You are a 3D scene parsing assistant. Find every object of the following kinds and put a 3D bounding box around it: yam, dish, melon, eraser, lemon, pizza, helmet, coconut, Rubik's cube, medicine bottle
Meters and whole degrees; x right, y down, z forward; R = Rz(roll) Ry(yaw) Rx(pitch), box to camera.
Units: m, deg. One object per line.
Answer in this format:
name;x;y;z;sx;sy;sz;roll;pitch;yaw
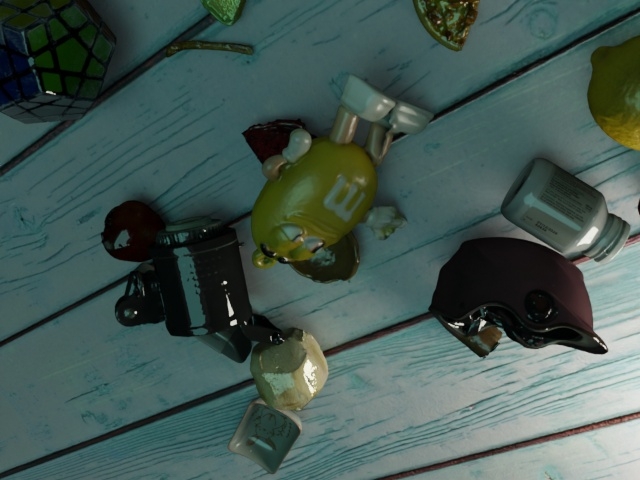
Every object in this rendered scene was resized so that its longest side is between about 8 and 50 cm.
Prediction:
yam;0.327;0.190;1.519;0.127;0.084;0.084;42;122;0
dish;-0.137;0.497;1.841;0.151;0.077;0.212;28;121;2
melon;-0.183;-0.534;1.346;0.118;0.064;0.210;25;119;7
eraser;-0.320;0.180;1.739;0.351;0.089;0.061;32;119;1
lemon;0.549;-0.241;1.163;0.244;0.187;0.187;31;122;-3
pizza;0.231;-0.434;1.256;0.134;0.046;0.175;-34;101;30
helmet;0.387;0.099;1.364;0.338;0.271;0.197;6;74;19
coconut;-0.074;0.317;1.672;0.194;0.194;0.194;8;118;16
Rubik's cube;-0.575;-0.392;1.436;0.318;0.264;0.319;8;118;15
medicine bottle;0.463;-0.049;1.317;0.215;0.135;0.135;32;122;2

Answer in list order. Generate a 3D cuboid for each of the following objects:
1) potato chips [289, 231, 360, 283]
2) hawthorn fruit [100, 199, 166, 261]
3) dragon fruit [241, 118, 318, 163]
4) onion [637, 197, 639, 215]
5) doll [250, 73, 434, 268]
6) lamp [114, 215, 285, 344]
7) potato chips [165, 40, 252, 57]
potato chips;-0.001;-0.001;1.549;0.208;0.062;0.195;28;125;4
hawthorn fruit;-0.431;-0.013;1.664;0.172;0.148;0.148;29;126;-29
dragon fruit;-0.073;-0.186;1.480;0.120;0.127;0.161;-40;70;-8
onion;0.641;-0.060;1.261;0.131;0.131;0.131;8;118;16
doll;0.043;-0.124;1.365;0.348;0.161;0.423;-5;127;-21
lamp;-0.262;0.080;1.589;0.374;0.205;0.272;7;95;-20
potato chips;-0.234;-0.398;1.453;0.203;0.026;0.037;3;120;17
